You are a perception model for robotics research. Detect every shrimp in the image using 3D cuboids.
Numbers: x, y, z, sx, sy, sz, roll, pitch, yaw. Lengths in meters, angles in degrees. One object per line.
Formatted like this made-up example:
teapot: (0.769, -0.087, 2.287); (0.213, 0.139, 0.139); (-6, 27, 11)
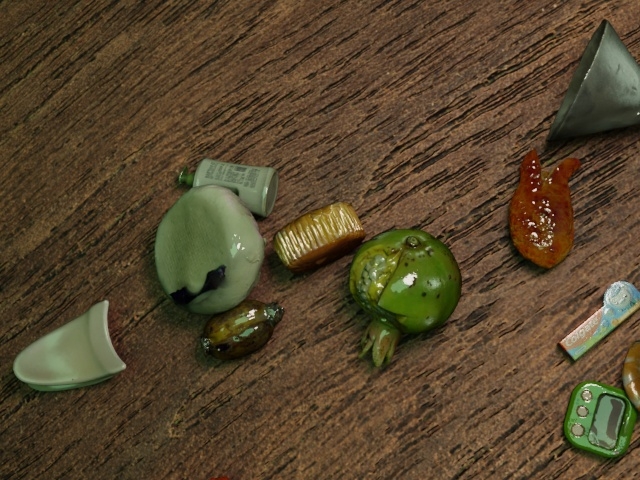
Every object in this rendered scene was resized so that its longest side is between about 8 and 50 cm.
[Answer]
shrimp: (0.680, 0.283, 1.384); (0.161, 0.049, 0.166); (10, 60, -6)

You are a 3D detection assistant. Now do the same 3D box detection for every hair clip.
hair clip: (-0.587, 0.270, 1.610); (0.282, 0.113, 0.172); (-21, 77, 1)

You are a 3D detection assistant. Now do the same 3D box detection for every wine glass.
wine glass: (0.701, -0.254, 1.382); (0.406, 0.267, 0.267); (23, 85, 11)

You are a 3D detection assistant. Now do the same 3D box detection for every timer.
timer: (0.564, 0.360, 1.393); (0.128, 0.047, 0.140); (16, 83, 15)

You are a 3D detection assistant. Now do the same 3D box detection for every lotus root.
lotus root: (-0.174, 0.196, 1.535); (0.209, 0.120, 0.120); (-26, 76, 4)

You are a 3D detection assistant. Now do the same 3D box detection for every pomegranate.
pomegranate: (0.167, 0.122, 1.446); (0.236, 0.236, 0.302); (20, 115, 14)

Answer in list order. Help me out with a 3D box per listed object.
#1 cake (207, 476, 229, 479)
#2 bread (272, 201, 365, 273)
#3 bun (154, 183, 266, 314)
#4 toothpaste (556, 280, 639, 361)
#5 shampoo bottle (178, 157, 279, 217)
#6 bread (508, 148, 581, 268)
cake: (-0.290, 0.662, 1.388); (0.319, 0.270, 0.269); (-29, 76, 4)
bread: (0.000, 0.000, 1.499); (0.199, 0.199, 0.104); (-26, 78, 5)
bun: (-0.226, 0.025, 1.544); (0.293, 0.187, 0.293); (-6, 80, 36)
toothpaste: (0.575, 0.163, 1.428); (0.193, 0.044, 0.070); (-40, 74, 2)
shampoo bottle: (-0.222, -0.129, 1.615); (0.234, 0.087, 0.118); (10, 81, 13)
bread: (0.477, -0.074, 1.466); (0.139, 0.095, 0.269); (11, 78, 5)
